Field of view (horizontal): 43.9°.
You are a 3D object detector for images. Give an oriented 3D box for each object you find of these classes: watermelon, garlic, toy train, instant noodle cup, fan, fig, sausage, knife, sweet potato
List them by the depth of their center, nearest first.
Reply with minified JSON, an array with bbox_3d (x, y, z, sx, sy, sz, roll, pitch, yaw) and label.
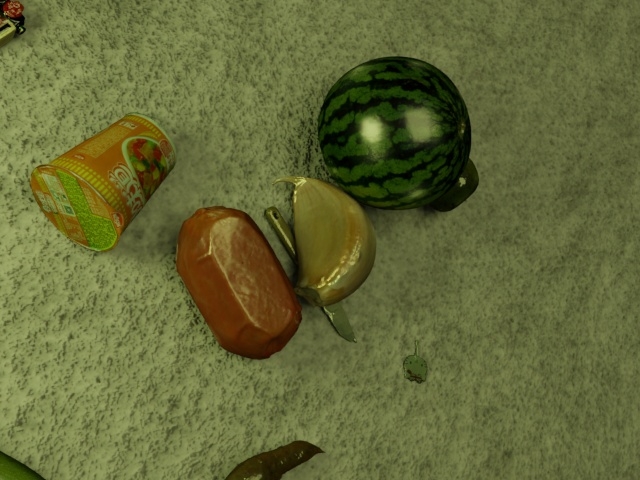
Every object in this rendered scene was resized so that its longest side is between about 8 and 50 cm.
[{"bbox_3d":[-0.525,-0.367,1.229,0.138,0.050,0.087,50,61,-10],"label":"toy train"},{"bbox_3d":[-0.320,-0.102,1.229,0.168,0.168,0.185,47,51,-13],"label":"instant noodle cup"},{"bbox_3d":[-0.102,0.381,1.282,0.274,0.067,0.067,-19,87,-35],"label":"sweet potato"},{"bbox_3d":[-0.136,0.067,1.295,0.153,0.141,0.268,-33,98,-34],"label":"sausage"},{"bbox_3d":[0.012,-0.006,1.416,0.164,0.145,0.245,-6,68,-16],"label":"garlic"},{"bbox_3d":[0.135,-0.191,1.447,0.285,0.285,0.285,9,73,-29],"label":"watermelon"},{"bbox_3d":[-0.010,0.064,1.448,0.047,0.017,0.298,-35,96,-43],"label":"knife"},{"bbox_3d":[0.185,0.232,1.529,0.056,0.004,0.083,18,68,-27],"label":"fan"},{"bbox_3d":[0.244,-0.140,1.601,0.123,0.123,0.156,-32,82,-33],"label":"fig"}]

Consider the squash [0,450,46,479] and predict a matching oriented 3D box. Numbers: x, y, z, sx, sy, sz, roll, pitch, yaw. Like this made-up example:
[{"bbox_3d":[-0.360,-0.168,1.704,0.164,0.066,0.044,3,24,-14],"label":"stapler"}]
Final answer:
[{"bbox_3d":[-0.445,0.329,1.073,0.331,0.087,0.087,40,60,-19],"label":"squash"}]
